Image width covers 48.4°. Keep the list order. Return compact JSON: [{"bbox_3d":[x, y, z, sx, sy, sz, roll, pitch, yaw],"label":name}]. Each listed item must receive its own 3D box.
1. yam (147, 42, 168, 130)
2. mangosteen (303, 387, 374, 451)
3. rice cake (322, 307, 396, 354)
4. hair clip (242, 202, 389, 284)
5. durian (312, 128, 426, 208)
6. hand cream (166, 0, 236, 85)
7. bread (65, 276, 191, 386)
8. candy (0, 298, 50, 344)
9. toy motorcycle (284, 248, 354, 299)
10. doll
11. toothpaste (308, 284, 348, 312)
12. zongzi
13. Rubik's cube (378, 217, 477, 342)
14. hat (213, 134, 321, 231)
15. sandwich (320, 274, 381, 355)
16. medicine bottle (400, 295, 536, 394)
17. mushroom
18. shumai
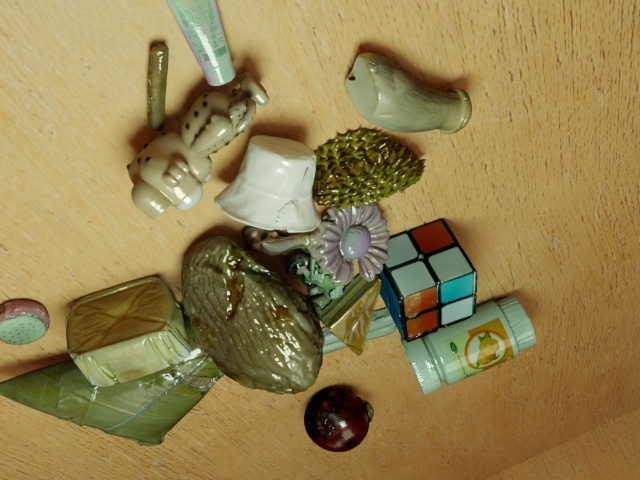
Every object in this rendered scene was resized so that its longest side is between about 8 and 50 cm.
[{"bbox_3d":[-0.248,-0.230,1.080,0.032,0.032,0.145,-6,138,-20],"label":"yam"},{"bbox_3d":[0.054,0.476,1.918,0.200,0.199,0.199,-13,139,-12],"label":"mangosteen"},{"bbox_3d":[0.082,0.222,1.733,0.226,0.040,0.085,-17,141,-8],"label":"rice cake"},{"bbox_3d":[0.000,0.001,1.392,0.301,0.069,0.172,-1,99,-15],"label":"hair clip"},{"bbox_3d":[0.084,-0.120,1.311,0.252,0.144,0.139,-26,162,-4],"label":"durian"},{"bbox_3d":[-0.170,-0.309,1.026,0.076,0.047,0.174,-21,132,-1],"label":"hand cream"},{"bbox_3d":[-0.361,0.173,1.349,0.210,0.192,0.109,-18,129,-9],"label":"bread"},{"bbox_3d":[-0.568,0.155,1.350,0.103,0.043,0.103,-12,137,-12],"label":"candy"},{"bbox_3d":[0.009,0.065,1.504,0.106,0.074,0.190,-44,136,10],"label":"toy motorcycle"},{"bbox_3d":[-0.191,-0.147,1.109,0.278,0.154,0.119,-40,114,18],"label":"doll"},{"bbox_3d":[-0.032,0.157,1.606,0.248,0.047,0.078,-15,126,-12],"label":"toothpaste"},{"bbox_3d":[-0.400,0.249,1.446,0.393,0.174,0.356,28,115,-36],"label":"zongzi"},{"bbox_3d":[0.226,0.088,1.553,0.180,0.167,0.183,-21,141,-4],"label":"Rubik's cube"},{"bbox_3d":[-0.077,-0.106,1.212,0.203,0.203,0.126,2,112,-27],"label":"hat"},{"bbox_3d":[0.094,0.158,1.587,0.163,0.079,0.113,-46,119,-1],"label":"sandwich"},{"bbox_3d":[0.381,0.265,1.831,0.318,0.158,0.158,-24,140,1],"label":"medicine bottle"},{"bbox_3d":[0.145,-0.236,1.212,0.247,0.108,0.096,12,170,-32],"label":"mushroom"},{"bbox_3d":[-0.087,0.127,1.396,0.217,0.346,0.283,-51,162,29],"label":"shumai"}]
